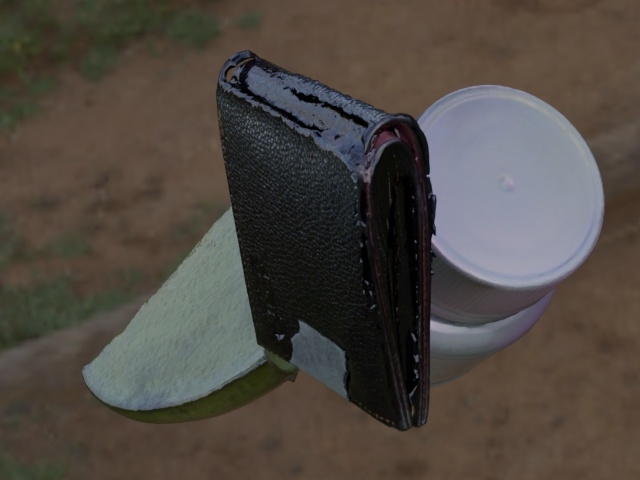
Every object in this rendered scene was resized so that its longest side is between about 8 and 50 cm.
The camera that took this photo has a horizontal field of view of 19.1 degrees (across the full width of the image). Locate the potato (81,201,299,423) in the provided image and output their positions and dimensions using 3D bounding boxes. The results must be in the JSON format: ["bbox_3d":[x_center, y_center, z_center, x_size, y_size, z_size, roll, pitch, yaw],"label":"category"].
[{"bbox_3d":[-0.151,0.122,2.241,0.255,0.112,0.269,-29,42,18],"label":"potato"}]

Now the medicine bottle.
[{"bbox_3d":[0.117,-0.001,1.821,0.241,0.302,0.241,6,70,-18],"label":"medicine bottle"}]

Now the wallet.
[{"bbox_3d":[0.000,0.000,1.484,0.071,0.262,0.221,-21,28,-31],"label":"wallet"}]
